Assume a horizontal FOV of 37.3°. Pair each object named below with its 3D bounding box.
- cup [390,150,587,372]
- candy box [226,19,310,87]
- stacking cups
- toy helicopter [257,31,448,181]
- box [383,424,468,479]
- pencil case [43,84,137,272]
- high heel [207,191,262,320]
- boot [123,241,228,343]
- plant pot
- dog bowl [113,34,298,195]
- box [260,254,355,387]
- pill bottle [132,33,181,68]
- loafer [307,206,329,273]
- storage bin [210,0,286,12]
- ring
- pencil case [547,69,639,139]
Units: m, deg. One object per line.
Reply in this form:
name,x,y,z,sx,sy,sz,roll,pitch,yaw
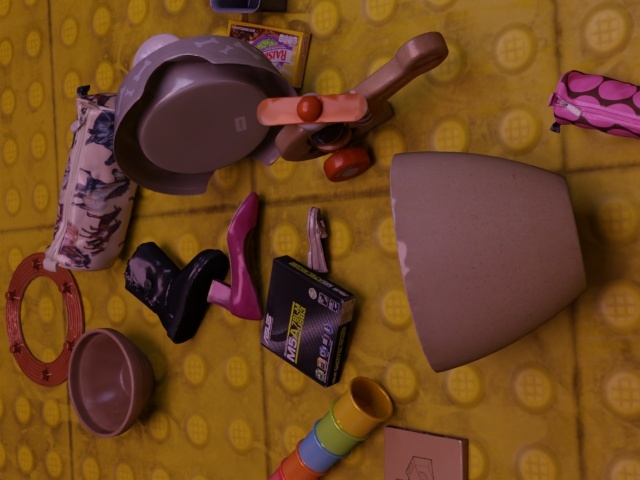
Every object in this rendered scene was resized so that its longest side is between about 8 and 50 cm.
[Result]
cup,0.255,0.010,1.389,0.237,0.331,0.331,-12,83,13
candy box,-0.109,-0.363,1.841,0.206,0.027,0.105,19,107,39
stacking cups,0.006,0.381,1.724,0.096,0.096,0.316,53,123,26
toy helicopter,0.057,-0.235,1.568,0.355,0.235,0.140,-34,69,36
box,0.179,0.427,1.625,0.164,0.021,0.201,1,91,40
pencil case,-0.494,-0.124,2.076,0.160,0.183,0.410,31,112,42
high heel,-0.134,0.033,1.860,0.117,0.082,0.244,20,92,10
boot,-0.313,0.066,1.984,0.207,0.094,0.246,44,124,26
plant pot,-0.446,0.309,2.096,0.237,0.110,0.237,1,91,40
dog bowl,-0.216,-0.231,1.747,0.349,0.349,0.102,-44,52,32
box,-0.027,0.148,1.757,0.184,0.045,0.190,29,120,34
pill bottle,-0.264,-0.307,1.843,0.117,0.215,0.117,-5,74,19
loafer,0.000,0.000,1.755,0.039,0.045,0.125,5,102,24
storage bin,-0.131,-0.478,1.814,0.135,0.091,0.098,12,99,39
ring,-0.698,0.197,2.359,0.337,0.032,0.336,1,91,41
pencil case,0.432,-0.181,1.340,0.209,0.098,0.095,19,103,38
